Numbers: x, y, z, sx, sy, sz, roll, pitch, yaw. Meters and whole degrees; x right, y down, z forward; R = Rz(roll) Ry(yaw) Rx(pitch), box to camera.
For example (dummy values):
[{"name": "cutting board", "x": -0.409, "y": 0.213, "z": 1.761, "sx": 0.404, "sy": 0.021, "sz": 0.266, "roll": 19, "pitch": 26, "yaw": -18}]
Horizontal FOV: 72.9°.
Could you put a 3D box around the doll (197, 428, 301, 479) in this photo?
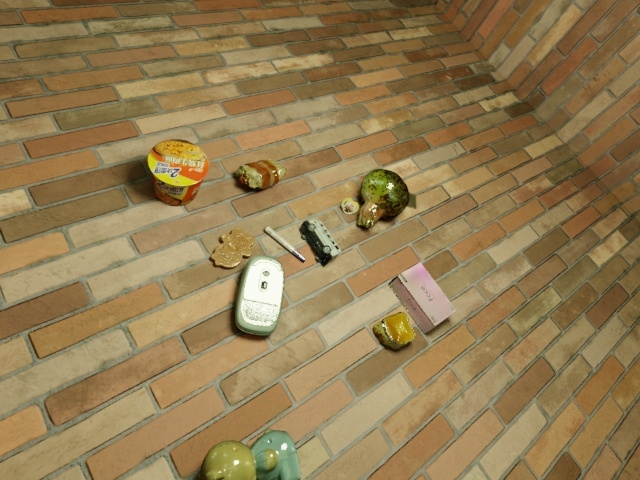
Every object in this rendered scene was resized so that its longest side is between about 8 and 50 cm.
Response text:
[{"name": "doll", "x": -0.203, "y": 0.630, "z": 1.207, "sx": 0.260, "sy": 0.177, "sz": 0.162, "roll": -4, "pitch": 66, "yaw": -27}]

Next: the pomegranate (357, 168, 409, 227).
[{"name": "pomegranate", "x": 0.260, "y": -0.174, "z": 1.905, "sx": 0.222, "sy": 0.277, "sz": 0.204, "roll": 35, "pitch": 11, "yaw": 4}]

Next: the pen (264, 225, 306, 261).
[{"name": "pen", "x": -0.138, "y": 0.015, "z": 1.706, "sx": 0.204, "sy": 0.025, "sz": 0.025, "roll": 40, "pitch": 54, "yaw": 3}]

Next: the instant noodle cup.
[{"name": "instant noodle cup", "x": -0.530, "y": -0.240, "z": 1.608, "sx": 0.213, "sy": 0.174, "sz": 0.213, "roll": 10, "pitch": 58, "yaw": -17}]

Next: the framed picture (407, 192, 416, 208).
[{"name": "framed picture", "x": 0.431, "y": -0.193, "z": 2.077, "sx": 0.066, "sy": 0.007, "sz": 0.089, "roll": 13, "pitch": 56, "yaw": -15}]

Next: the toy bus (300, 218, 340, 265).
[{"name": "toy bus", "x": 0.000, "y": 0.000, "z": 1.737, "sx": 0.089, "sy": 0.087, "sz": 0.194, "roll": -21, "pitch": 69, "yaw": -38}]

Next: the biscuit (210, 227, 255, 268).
[{"name": "biscuit", "x": -0.321, "y": 0.033, "z": 1.617, "sx": 0.133, "sy": 0.027, "sz": 0.184, "roll": 24, "pitch": 56, "yaw": -8}]

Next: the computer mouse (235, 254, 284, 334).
[{"name": "computer mouse", "x": -0.211, "y": 0.189, "z": 1.526, "sx": 0.159, "sy": 0.097, "sz": 0.289, "roll": 13, "pitch": 67, "yaw": -16}]

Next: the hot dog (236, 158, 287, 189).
[{"name": "hot dog", "x": -0.243, "y": -0.270, "z": 1.797, "sx": 0.213, "sy": 0.103, "sz": 0.146, "roll": -17, "pitch": 46, "yaw": -40}]

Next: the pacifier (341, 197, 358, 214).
[{"name": "pacifier", "x": 0.125, "y": -0.154, "z": 1.908, "sx": 0.083, "sy": 0.068, "sz": 0.064, "roll": 31, "pitch": 17, "yaw": -23}]

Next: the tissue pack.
[{"name": "tissue pack", "x": 0.413, "y": 0.228, "z": 1.758, "sx": 0.148, "sy": 0.092, "sz": 0.246, "roll": -24, "pitch": 71, "yaw": -33}]

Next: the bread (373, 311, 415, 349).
[{"name": "bread", "x": 0.284, "y": 0.347, "z": 1.646, "sx": 0.140, "sy": 0.069, "sz": 0.128, "roll": -15, "pitch": 68, "yaw": -33}]
